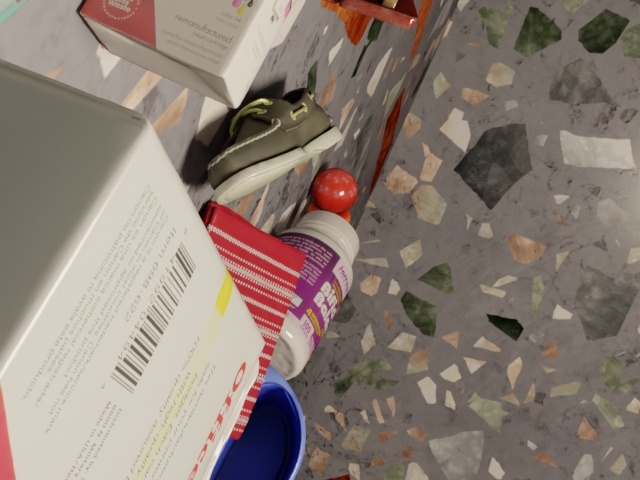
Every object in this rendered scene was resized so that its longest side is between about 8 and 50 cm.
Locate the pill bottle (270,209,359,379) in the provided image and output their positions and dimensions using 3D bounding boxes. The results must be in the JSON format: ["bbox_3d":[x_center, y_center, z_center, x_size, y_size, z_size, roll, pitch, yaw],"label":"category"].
[{"bbox_3d":[-0.044,0.084,1.504,0.301,0.169,0.169,-57,169,-42],"label":"pill bottle"}]

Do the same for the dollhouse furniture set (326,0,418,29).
[{"bbox_3d":[0.054,-0.379,0.931,0.374,0.152,0.201,-87,-163,-64],"label":"dollhouse furniture set"}]

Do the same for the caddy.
[{"bbox_3d":[-0.166,0.322,1.218,0.341,0.241,0.179,-62,176,-17],"label":"caddy"}]

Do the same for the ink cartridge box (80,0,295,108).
[{"bbox_3d":[-0.069,-0.211,0.623,0.198,0.115,0.067,-64,172,-10],"label":"ink cartridge box"}]

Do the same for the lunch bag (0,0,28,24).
[{"bbox_3d":[-0.171,-0.146,0.208,0.224,0.108,0.279,-53,165,-31],"label":"lunch bag"}]

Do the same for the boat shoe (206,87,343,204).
[{"bbox_3d":[-0.063,-0.120,1.030,0.109,0.091,0.305,-27,-174,24],"label":"boat shoe"}]

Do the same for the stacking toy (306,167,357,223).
[{"bbox_3d":[0.000,0.000,1.744,0.141,0.141,0.330,-53,159,-54],"label":"stacking toy"}]

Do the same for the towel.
[{"bbox_3d":[-0.123,0.107,1.111,0.199,0.031,0.275,30,76,-48],"label":"towel"}]

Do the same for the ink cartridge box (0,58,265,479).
[{"bbox_3d":[-0.185,0.107,0.542,0.384,0.160,0.279,77,36,-66],"label":"ink cartridge box"}]
